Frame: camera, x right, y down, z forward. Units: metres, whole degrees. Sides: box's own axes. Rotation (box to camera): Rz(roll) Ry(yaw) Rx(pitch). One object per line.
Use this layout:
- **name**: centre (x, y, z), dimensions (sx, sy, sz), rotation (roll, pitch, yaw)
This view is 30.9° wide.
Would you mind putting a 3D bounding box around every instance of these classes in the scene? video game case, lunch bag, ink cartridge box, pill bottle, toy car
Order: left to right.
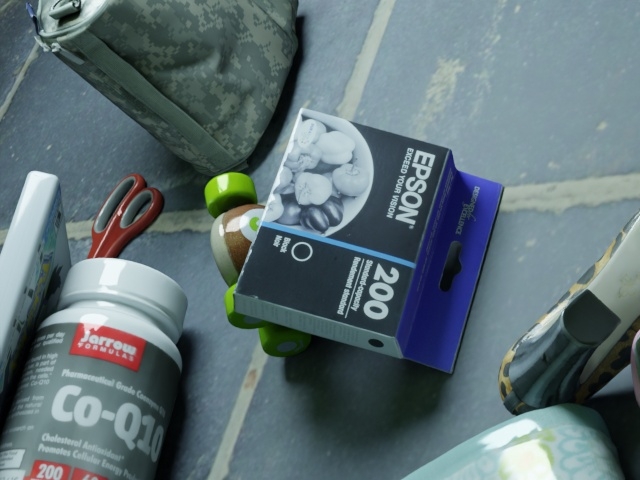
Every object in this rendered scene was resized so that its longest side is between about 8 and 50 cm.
- **video game case**: centre (-0.328, 0.137, 1.236), dimensions (0.300, 0.036, 0.329), rotation (107, 174, -63)
- **pill bottle**: centre (-0.233, 0.170, 1.186), dimensions (0.161, 0.161, 0.283), rotation (-14, 50, 36)
- **lunch bag**: centre (-0.183, -0.248, 1.368), dimensions (0.212, 0.305, 0.256), rotation (-26, 43, 27)
- **toy car**: centre (0.000, 0.000, 1.136), dimensions (0.188, 0.149, 0.155), rotation (-22, 57, 13)
- **ink cartridge box**: centre (0.049, -0.004, 1.061), dimensions (0.208, 0.045, 0.206), rotation (16, 65, 5)

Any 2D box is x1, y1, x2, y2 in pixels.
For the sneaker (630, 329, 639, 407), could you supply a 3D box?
- **sneaker**: centre (0.285, 0.173, 0.715), dimensions (0.112, 0.131, 0.319), rotation (-41, 40, 10)

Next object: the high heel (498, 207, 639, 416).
- **high heel**: centre (0.253, 0.046, 0.913), dimensions (0.261, 0.186, 0.093), rotation (-29, 70, -22)

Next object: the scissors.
- **scissors**: centre (-0.293, 0.045, 1.464), dimensions (0.109, 0.021, 0.297), rotation (17, 73, 46)

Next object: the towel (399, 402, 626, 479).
- **towel**: centre (0.073, 0.317, 0.806), dimensions (0.374, 0.090, 0.321), rotation (-36, 31, 21)
